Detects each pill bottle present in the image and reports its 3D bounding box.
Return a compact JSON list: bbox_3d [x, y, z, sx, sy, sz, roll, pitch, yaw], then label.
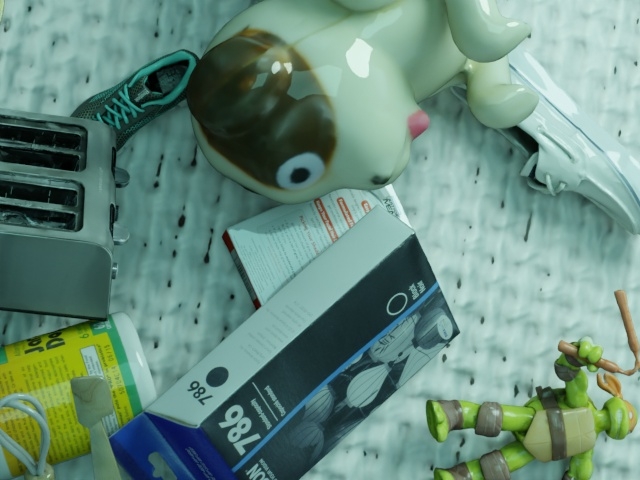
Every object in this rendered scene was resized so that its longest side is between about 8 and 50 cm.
[{"bbox_3d":[-0.257,0.147,1.313,0.208,0.117,0.117,-17,86,-11],"label":"pill bottle"}]

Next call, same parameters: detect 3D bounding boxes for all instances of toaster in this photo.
[{"bbox_3d":[-0.266,-0.025,1.305,0.186,0.110,0.168,7,43,-12],"label":"toaster"}]

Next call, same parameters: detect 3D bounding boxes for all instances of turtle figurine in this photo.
[{"bbox_3d":[0.213,0.171,1.401,0.217,0.087,0.269,-9,117,-6],"label":"turtle figurine"}]

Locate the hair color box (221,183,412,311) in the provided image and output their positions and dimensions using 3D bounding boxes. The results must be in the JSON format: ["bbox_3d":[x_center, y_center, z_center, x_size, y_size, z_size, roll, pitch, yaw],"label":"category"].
[{"bbox_3d":[0.000,0.000,1.412,0.167,0.053,0.093,-24,86,-11],"label":"hair color box"}]

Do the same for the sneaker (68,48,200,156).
[{"bbox_3d":[-0.179,-0.132,1.385,0.166,0.076,0.065,-39,90,-12],"label":"sneaker"}]

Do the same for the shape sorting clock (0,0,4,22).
[{"bbox_3d":[-0.402,-0.232,1.376,0.206,0.040,0.206,1,81,-6],"label":"shape sorting clock"}]

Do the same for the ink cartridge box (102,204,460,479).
[{"bbox_3d":[-0.026,0.132,1.338,0.333,0.165,0.065,-41,48,-11],"label":"ink cartridge box"}]

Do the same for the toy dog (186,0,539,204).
[{"bbox_3d":[0.024,-0.228,1.329,0.396,0.284,0.407,19,76,6],"label":"toy dog"}]

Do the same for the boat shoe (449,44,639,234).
[{"bbox_3d":[0.234,-0.087,1.454,0.084,0.095,0.258,-43,81,-8],"label":"boat shoe"}]

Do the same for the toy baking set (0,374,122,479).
[{"bbox_3d":[-0.255,0.218,1.264,0.256,0.030,0.196,-29,127,15],"label":"toy baking set"}]
